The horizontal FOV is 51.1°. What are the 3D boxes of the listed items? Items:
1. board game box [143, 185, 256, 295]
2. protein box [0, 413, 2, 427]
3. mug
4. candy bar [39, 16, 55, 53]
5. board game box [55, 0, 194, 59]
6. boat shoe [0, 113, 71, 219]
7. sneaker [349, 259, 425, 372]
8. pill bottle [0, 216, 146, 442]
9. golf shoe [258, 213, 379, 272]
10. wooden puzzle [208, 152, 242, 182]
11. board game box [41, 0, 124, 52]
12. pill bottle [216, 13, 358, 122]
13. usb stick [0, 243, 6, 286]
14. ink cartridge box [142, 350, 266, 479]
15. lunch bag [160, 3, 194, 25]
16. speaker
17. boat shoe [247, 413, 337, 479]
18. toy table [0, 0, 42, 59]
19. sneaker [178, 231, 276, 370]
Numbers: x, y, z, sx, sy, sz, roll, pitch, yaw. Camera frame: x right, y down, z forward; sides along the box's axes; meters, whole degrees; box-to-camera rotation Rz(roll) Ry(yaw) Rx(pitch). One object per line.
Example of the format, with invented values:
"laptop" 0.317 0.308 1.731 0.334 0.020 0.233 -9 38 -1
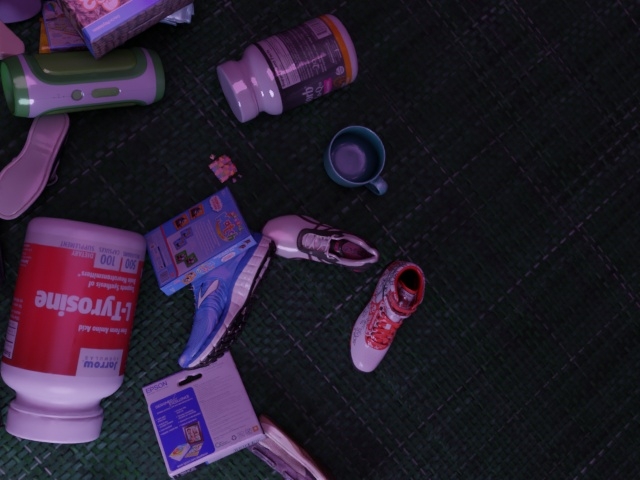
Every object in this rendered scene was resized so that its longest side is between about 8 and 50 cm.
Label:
"board game box" -0.255 -0.002 1.397 0.212 0.039 0.160 -31 51 1
"protein box" -0.741 0.328 1.266 0.200 0.201 0.135 -9 89 -11
"mug" 0.074 -0.171 1.506 0.130 0.097 0.157 -8 89 -12
"candy bar" -0.585 -0.401 1.433 0.040 0.018 0.161 3 86 -12
"board game box" -0.407 -0.532 1.242 0.232 0.141 0.291 -36 100 -11
"boat shoe" -0.593 -0.157 1.387 0.095 0.079 0.254 20 81 -7
"sneaker" 0.145 0.168 1.475 0.090 0.145 0.270 25 83 -9
"pill bottle" -0.486 0.171 1.312 0.229 0.229 0.407 9 85 -10
"golf shoe" 0.000 0.000 1.472 0.273 0.120 0.105 11 86 -9
"wooden puzzle" -0.216 -0.161 1.496 0.049 0.006 0.083 -37 94 -11
"board game box" -0.510 -0.464 1.437 0.154 0.026 0.103 -11 89 -19
"pill bottle" -0.072 -0.370 1.458 0.279 0.162 0.162 -26 92 -11
"usb stick" -0.686 -0.040 1.367 0.045 0.077 0.277 -6 87 -49
"ink cartridge box" -0.248 0.365 1.418 0.206 0.045 0.208 -21 58 -11
"lunch bag" -0.378 -0.586 1.406 0.224 0.160 0.262 1 82 -15
"speaker" -0.475 -0.323 1.356 0.297 0.131 0.131 -14 89 -32
"boat shoe" -0.051 0.499 1.445 0.285 0.103 0.092 45 85 -2
"toy table" -0.702 -0.439 1.313 0.275 0.252 0.160 -1 71 -2
"sneaker" -0.223 0.121 1.433 0.147 0.130 0.329 25 85 12
